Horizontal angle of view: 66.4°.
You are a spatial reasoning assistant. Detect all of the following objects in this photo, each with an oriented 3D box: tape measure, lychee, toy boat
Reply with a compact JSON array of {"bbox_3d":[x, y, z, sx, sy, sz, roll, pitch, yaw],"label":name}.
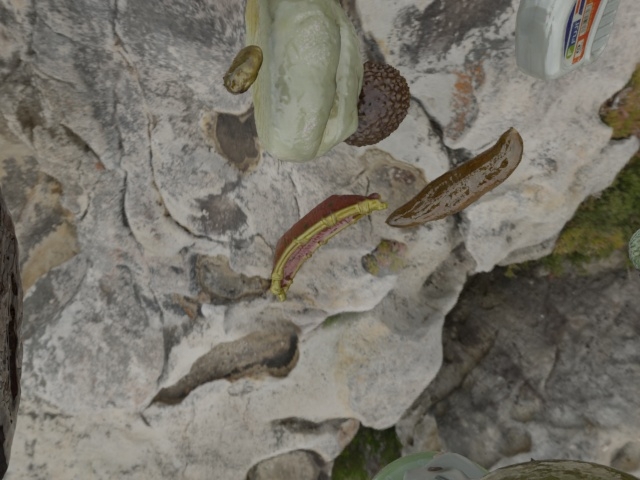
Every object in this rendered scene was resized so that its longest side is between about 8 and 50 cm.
[{"bbox_3d":[0.535,-0.499,1.052,0.265,0.130,0.258,-29,138,-21],"label":"tape measure"},{"bbox_3d":[0.102,-0.322,1.171,0.238,0.200,0.200,-15,111,-8],"label":"lychee"},{"bbox_3d":[-0.005,-0.004,0.943,0.318,0.141,0.099,-43,77,30],"label":"toy boat"}]

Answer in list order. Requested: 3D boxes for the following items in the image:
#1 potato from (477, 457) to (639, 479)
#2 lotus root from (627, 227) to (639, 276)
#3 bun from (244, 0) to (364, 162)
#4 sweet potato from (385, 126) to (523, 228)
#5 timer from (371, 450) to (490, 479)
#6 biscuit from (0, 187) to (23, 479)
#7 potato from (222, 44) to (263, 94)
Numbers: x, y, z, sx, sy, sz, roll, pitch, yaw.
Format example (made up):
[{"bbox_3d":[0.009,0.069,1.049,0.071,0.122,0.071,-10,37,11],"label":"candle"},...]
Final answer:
[{"bbox_3d":[0.167,0.220,0.319,0.157,0.157,0.194,-6,147,-6],"label":"potato"},{"bbox_3d":[0.894,0.034,1.225,0.203,0.183,0.078,-29,142,24],"label":"lotus root"},{"bbox_3d":[-0.028,-0.325,0.952,0.219,0.365,0.365,-7,111,-11],"label":"bun"},{"bbox_3d":[0.296,-0.115,1.068,0.341,0.092,0.114,-35,149,33],"label":"sweet potato"},{"bbox_3d":[0.166,0.404,0.667,0.290,0.291,0.315,-14,136,-3],"label":"timer"},{"bbox_3d":[-0.339,0.058,0.381,0.091,0.407,0.408,-5,111,-14],"label":"biscuit"},{"bbox_3d":[-0.108,-0.242,0.696,0.040,0.051,0.083,42,63,-34],"label":"potato"}]
